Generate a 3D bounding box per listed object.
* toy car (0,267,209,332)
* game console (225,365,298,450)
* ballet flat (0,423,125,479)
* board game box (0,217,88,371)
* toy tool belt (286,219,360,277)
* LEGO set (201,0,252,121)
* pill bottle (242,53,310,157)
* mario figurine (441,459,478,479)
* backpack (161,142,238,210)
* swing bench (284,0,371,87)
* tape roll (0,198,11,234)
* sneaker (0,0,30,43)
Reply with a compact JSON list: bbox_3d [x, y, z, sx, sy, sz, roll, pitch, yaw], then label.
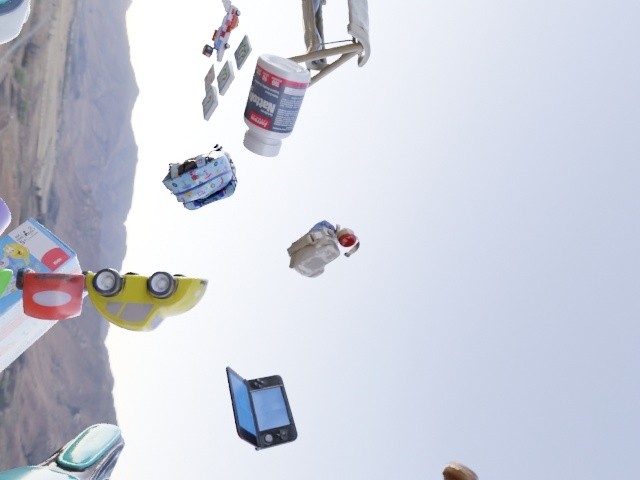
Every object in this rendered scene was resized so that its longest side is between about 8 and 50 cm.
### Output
[{"bbox_3d":[-0.243,0.046,0.328,0.238,0.225,0.053,-2,-98,27],"label":"toy car"},{"bbox_3d":[-0.113,0.312,0.782,0.144,0.124,0.085,-115,-150,-43],"label":"game console"},{"bbox_3d":[-0.340,0.326,0.523,0.280,0.095,0.096,69,32,-80],"label":"ballet flat"},{"bbox_3d":[-0.543,0.140,0.662,0.308,0.086,0.302,-51,-172,-31],"label":"board game box"},{"bbox_3d":[0.000,0.000,0.451,0.083,0.052,0.051,-34,-138,22],"label":"toy tool belt"},{"bbox_3d":[-0.225,-0.398,0.873,0.182,0.060,0.245,-45,-137,30],"label":"LEGO set"},{"bbox_3d":[-0.097,-0.266,0.821,0.108,0.107,0.180,61,-42,44],"label":"pill bottle"},{"bbox_3d":[0.139,0.435,0.470,0.320,0.170,0.198,-48,-158,-27],"label":"mario figurine"},{"bbox_3d":[-0.267,-0.136,0.914,0.173,0.158,0.117,-122,-170,-70],"label":"backpack"},{"bbox_3d":[0.013,-0.552,0.990,0.254,0.165,0.254,-5,-95,36],"label":"swing bench"},{"bbox_3d":[-0.706,-0.052,0.764,0.189,0.188,0.080,-49,-154,44],"label":"tape roll"},{"bbox_3d":[-0.286,-0.141,0.186,0.110,0.275,0.107,-14,-70,55],"label":"sneaker"}]
